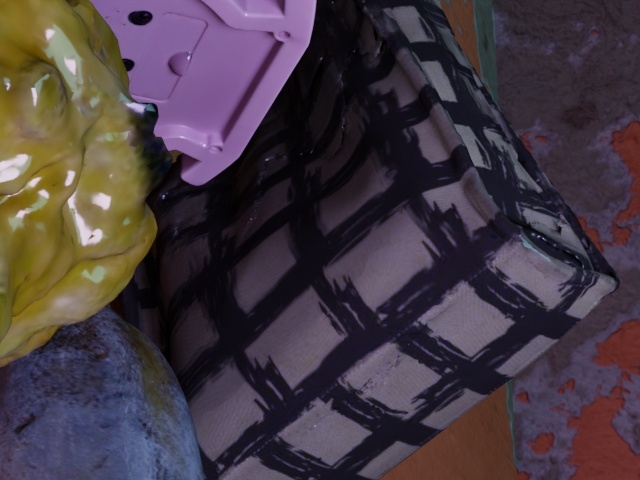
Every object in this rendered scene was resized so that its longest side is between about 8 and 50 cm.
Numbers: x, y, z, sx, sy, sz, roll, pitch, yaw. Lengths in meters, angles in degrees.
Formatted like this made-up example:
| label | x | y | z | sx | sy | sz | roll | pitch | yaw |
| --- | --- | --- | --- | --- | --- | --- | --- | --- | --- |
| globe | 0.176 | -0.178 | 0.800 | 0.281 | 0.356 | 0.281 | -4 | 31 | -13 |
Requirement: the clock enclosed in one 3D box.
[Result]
| label | x | y | z | sx | sy | sz | roll | pitch | yaw |
| --- | --- | --- | --- | --- | --- | --- | --- | --- | --- |
| clock | -0.166 | -0.127 | 1.122 | 0.290 | 0.275 | 0.080 | 121 | -26 | -53 |

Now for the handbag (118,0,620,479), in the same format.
| label | x | y | z | sx | sy | sz | roll | pitch | yaw |
| --- | --- | --- | --- | --- | --- | --- | --- | --- | --- |
| handbag | 0.000 | 0.000 | 1.203 | 0.162 | 0.325 | 0.327 | 28 | 29 | -42 |

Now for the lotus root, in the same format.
| label | x | y | z | sx | sy | sz | roll | pitch | yaw |
| --- | --- | --- | --- | --- | --- | --- | --- | --- | --- |
| lotus root | -0.147 | 0.137 | 1.060 | 0.158 | 0.140 | 0.322 | 15 | 51 | -26 |

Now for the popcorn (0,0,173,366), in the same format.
| label | x | y | z | sx | sy | sz | roll | pitch | yaw |
| --- | --- | --- | --- | --- | --- | --- | --- | --- | --- |
| popcorn | -0.210 | -0.032 | 0.859 | 0.252 | 0.215 | 0.286 | -59 | 149 | -13 |
